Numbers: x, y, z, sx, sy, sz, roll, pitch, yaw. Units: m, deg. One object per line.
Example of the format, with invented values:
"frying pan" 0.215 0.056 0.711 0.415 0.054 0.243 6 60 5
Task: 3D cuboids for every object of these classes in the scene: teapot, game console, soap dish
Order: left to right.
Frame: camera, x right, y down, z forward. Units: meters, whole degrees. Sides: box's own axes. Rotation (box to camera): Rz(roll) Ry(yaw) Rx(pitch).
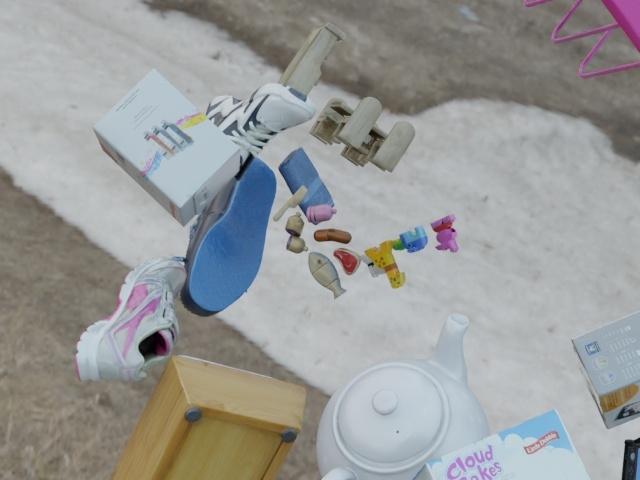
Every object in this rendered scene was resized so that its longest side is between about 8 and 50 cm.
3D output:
"soap dish" -0.172 0.325 1.636 0.229 0.291 0.118 18 20 -27
"teapot" 0.097 0.255 1.439 0.252 0.187 0.256 -12 55 9
"game console" 0.504 0.316 1.613 0.071 0.107 0.122 2 -6 45

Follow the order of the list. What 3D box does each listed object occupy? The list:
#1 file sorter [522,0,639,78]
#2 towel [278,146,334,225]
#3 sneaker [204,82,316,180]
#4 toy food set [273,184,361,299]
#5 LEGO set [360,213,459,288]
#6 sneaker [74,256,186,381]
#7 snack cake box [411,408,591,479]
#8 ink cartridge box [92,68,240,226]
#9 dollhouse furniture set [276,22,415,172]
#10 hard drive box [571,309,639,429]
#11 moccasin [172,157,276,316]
"file sorter" 0.365 -0.387 1.478 0.291 0.182 0.202 47 68 -20
"towel" -0.025 -0.087 1.795 0.029 0.119 0.067 -12 28 40
"sneaker" -0.113 -0.157 1.738 0.235 0.153 0.094 2 -24 39
"toy food set" 0.000 0.000 1.246 0.122 0.078 0.019 47 19 11
"LEGO set" 0.166 0.037 2.149 0.087 0.227 0.093 -13 80 -54
"sneaker" -0.255 0.127 1.637 0.111 0.103 0.252 15 46 17
"snack cake box" 0.170 0.282 1.182 0.152 0.264 0.089 -17 68 -15
"ink cartridge box" -0.219 -0.131 1.602 0.176 0.128 0.127 44 79 4
"dollhouse furniture set" 0.053 -0.255 1.994 0.242 0.161 0.212 34 -3 -16
"hard drive box" 0.469 0.152 1.481 0.232 0.181 0.089 -25 61 8
"moccasin" -0.164 0.004 1.897 0.138 0.116 0.342 46 43 -22
